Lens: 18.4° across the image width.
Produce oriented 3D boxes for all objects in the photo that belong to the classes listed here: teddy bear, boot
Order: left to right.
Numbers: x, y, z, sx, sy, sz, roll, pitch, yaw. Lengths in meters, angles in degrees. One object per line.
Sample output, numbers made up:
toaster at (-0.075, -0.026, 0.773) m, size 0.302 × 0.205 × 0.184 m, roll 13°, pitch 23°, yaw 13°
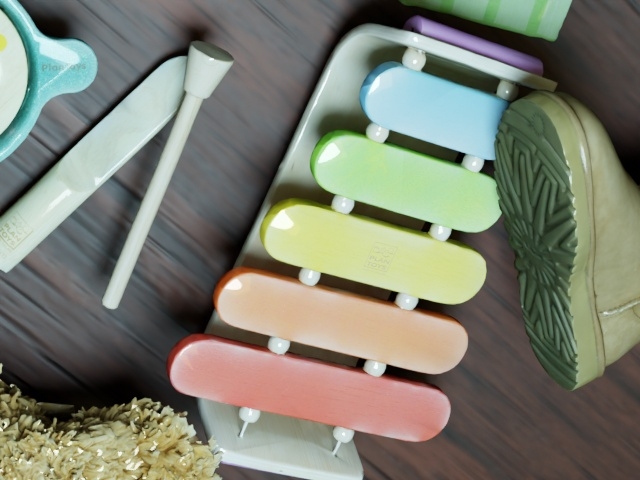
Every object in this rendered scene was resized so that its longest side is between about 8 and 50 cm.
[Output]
teddy bear at (-0.230, 0.143, 1.225) m, size 0.338 × 0.113 × 0.245 m, roll 26°, pitch 143°, yaw -29°
boot at (0.245, -0.048, 1.245) m, size 0.269 × 0.089 × 0.236 m, roll -27°, pitch 138°, yaw -16°

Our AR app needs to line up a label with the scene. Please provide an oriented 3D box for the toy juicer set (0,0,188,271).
toy juicer set at (-0.244, -0.067, 1.165) m, size 0.329 × 0.089 × 0.209 m, roll 22°, pitch 107°, yaw -22°

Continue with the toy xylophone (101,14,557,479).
toy xylophone at (0.000, 0.000, 1.242) m, size 0.236 × 0.081 × 0.323 m, roll 7°, pitch 114°, yaw -25°

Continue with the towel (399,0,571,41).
towel at (0.121, -0.207, 1.227) m, size 0.113 × 0.023 × 0.152 m, roll 13°, pitch 112°, yaw -16°
